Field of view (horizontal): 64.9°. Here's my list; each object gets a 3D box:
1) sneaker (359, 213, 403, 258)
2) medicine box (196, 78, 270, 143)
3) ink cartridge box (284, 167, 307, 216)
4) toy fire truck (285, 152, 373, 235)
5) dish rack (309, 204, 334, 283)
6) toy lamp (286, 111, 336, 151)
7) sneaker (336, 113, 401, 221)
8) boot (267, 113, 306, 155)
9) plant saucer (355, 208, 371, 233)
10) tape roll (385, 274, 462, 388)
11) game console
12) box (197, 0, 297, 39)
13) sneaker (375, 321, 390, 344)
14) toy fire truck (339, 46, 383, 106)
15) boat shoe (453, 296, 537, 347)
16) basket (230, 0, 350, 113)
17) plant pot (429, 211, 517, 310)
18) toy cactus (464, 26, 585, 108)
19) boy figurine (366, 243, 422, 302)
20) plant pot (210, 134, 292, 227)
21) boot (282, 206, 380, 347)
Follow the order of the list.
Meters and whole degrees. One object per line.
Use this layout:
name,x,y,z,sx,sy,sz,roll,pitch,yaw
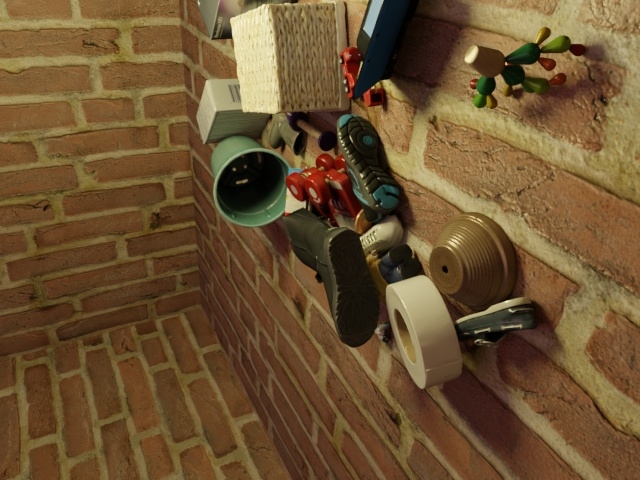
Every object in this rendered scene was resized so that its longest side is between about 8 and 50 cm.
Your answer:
sneaker,0.167,-0.001,1.528,0.090,0.094,0.235,69,151,20
medicine box,-0.371,-0.554,2.163,0.289,0.263,0.149,-38,67,61
ink cartridge box,-0.084,-0.148,1.866,0.134,0.077,0.231,-56,-28,-84
toy fire truck,0.037,-0.141,1.673,0.302,0.169,0.254,16,137,58
dish rack,0.000,0.000,1.886,0.272,0.074,0.208,66,151,23
toy lamp,-0.040,-0.398,1.785,0.274,0.080,0.080,43,138,45
sneaker,0.118,-0.214,1.491,0.140,0.124,0.341,123,133,-63
boot,-0.130,-0.397,1.985,0.208,0.076,0.190,49,145,33
plant saucer,0.135,-0.058,1.540,0.013,0.083,0.084,22,124,35
tape roll,0.266,0.239,1.326,0.286,0.100,0.287,165,90,-84
game console,0.131,-0.548,1.261,0.250,0.173,0.293,61,149,30
box,-0.244,-0.862,1.734,0.296,0.293,0.183,-48,58,60
sneaker,0.214,0.306,1.641,0.098,0.038,0.069,117,133,-66
toy fire truck,0.116,-0.474,1.457,0.135,0.047,0.192,-3,99,67
boat shoe,0.396,0.204,1.166,0.254,0.095,0.079,-41,53,51
basket,-0.100,-0.569,1.615,0.328,0.266,0.332,25,125,57
plant pot,0.336,0.057,1.196,0.237,0.109,0.238,38,133,54
toy cactus,0.348,-0.326,0.935,0.219,0.180,0.112,-12,71,59
boy figurine,0.195,0.119,1.526,0.177,0.092,0.285,56,152,10
plant pot,-0.315,-0.278,2.140,0.334,0.340,0.342,-128,35,-55
boot,0.013,0.099,1.625,0.445,0.146,0.368,-157,57,-64
